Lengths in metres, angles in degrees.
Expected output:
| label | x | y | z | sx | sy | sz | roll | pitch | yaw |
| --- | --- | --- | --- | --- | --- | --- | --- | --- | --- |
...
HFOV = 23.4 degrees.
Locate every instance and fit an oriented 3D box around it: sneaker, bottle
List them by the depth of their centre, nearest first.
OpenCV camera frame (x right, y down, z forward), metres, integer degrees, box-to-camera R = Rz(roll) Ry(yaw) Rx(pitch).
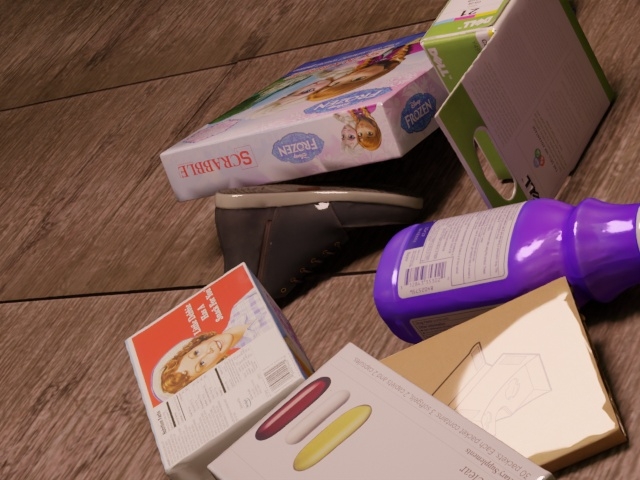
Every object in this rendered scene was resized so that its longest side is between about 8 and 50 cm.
| label | x | y | z | sx | sy | sz | roll | pitch | yaw |
| --- | --- | --- | --- | --- | --- | --- | --- | --- | --- |
| bottle | 0.186 | 0.021 | 1.388 | 0.282 | 0.092 | 0.118 | -13 | 40 | 34 |
| sneaker | 0.000 | 0.000 | 1.653 | 0.222 | 0.118 | 0.083 | -2 | 11 | 1 |

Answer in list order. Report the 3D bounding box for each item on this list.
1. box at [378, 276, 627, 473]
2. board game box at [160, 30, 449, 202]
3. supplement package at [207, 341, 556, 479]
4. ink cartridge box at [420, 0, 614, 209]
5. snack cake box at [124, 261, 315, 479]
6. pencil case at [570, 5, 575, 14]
| label | x | y | z | sx | sy | sz | roll | pitch | yaw |
| --- | --- | --- | --- | --- | --- | --- | --- | --- | --- |
| box | 0.138 | 0.136 | 1.282 | 0.201 | 0.021 | 0.164 | -26 | 47 | 14 |
| board game box | 0.030 | -0.156 | 1.772 | 0.318 | 0.066 | 0.318 | -10 | 19 | 37 |
| supplement package | 0.075 | 0.223 | 1.065 | 0.145 | 0.204 | 0.262 | -41 | 29 | -13 |
| ink cartridge box | 0.174 | -0.132 | 1.539 | 0.097 | 0.189 | 0.255 | -4 | 40 | 42 |
| snack cake box | -0.087 | 0.142 | 1.489 | 0.152 | 0.089 | 0.264 | -35 | 27 | 2 |
| pencil case | 0.222 | -0.271 | 1.845 | 0.151 | 0.064 | 0.070 | -17 | 32 | 30 |
